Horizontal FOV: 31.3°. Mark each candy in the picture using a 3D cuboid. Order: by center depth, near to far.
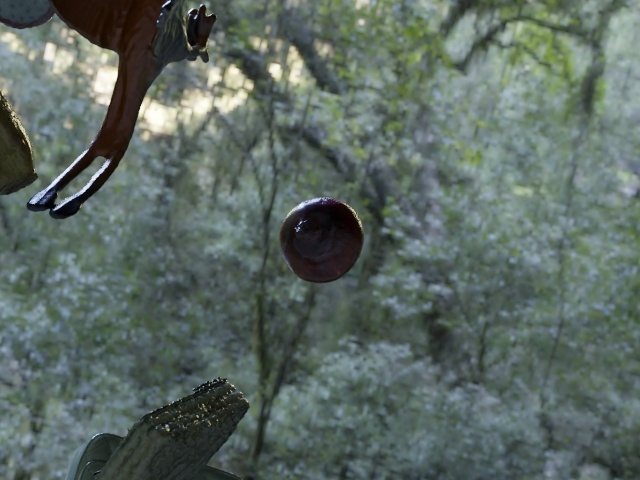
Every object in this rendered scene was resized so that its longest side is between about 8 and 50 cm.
[{"bbox_3d":[-0.340,-0.292,1.296,0.103,0.103,0.043,14,25,-4],"label":"candy"}]

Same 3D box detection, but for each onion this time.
[{"bbox_3d":[0.000,0.000,1.694,0.131,0.131,0.131,14,6,-2],"label":"onion"}]

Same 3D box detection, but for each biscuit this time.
[{"bbox_3d":[-0.172,0.233,1.031,0.046,0.250,0.147,44,21,15],"label":"biscuit"}]

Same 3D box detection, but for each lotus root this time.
[{"bbox_3d":[-0.417,-0.159,1.287,0.110,0.258,0.097,-40,17,-31],"label":"lotus root"}]

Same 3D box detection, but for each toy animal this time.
[{"bbox_3d":[-0.192,-0.189,1.248,0.225,0.284,0.302,17,19,20],"label":"toy animal"}]

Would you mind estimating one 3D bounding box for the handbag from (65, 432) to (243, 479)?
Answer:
[{"bbox_3d":[-0.215,0.373,1.424,0.256,0.219,0.079,22,-31,-22],"label":"handbag"}]
